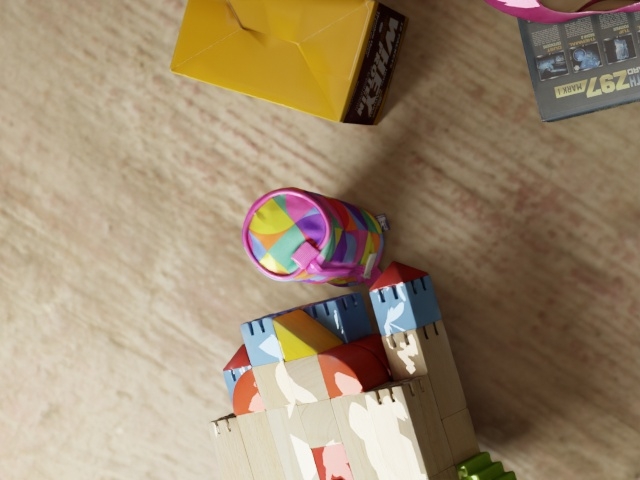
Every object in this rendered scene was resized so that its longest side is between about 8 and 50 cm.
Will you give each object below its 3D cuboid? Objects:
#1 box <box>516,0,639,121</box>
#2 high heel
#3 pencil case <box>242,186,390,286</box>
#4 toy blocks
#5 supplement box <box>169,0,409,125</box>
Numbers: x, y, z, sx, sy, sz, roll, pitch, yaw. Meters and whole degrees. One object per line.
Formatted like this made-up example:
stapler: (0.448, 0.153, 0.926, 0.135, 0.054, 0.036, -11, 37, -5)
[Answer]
box: (0.327, -0.238, 1.550, 0.232, 0.059, 0.183, -14, 89, 13)
high heel: (0.275, -0.259, 1.469, 0.244, 0.117, 0.082, 7, 95, 13)
pencil case: (0.000, 0.000, 1.559, 0.104, 0.236, 0.104, -1, 86, 19)
toy blocks: (0.010, 0.177, 1.570, 0.381, 0.190, 0.261, -17, 90, 41)
supplement box: (-0.028, -0.210, 1.566, 0.191, 0.194, 0.129, 18, 97, 12)
